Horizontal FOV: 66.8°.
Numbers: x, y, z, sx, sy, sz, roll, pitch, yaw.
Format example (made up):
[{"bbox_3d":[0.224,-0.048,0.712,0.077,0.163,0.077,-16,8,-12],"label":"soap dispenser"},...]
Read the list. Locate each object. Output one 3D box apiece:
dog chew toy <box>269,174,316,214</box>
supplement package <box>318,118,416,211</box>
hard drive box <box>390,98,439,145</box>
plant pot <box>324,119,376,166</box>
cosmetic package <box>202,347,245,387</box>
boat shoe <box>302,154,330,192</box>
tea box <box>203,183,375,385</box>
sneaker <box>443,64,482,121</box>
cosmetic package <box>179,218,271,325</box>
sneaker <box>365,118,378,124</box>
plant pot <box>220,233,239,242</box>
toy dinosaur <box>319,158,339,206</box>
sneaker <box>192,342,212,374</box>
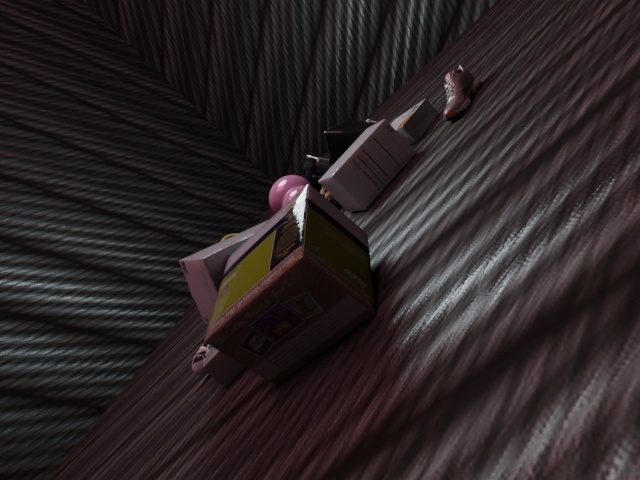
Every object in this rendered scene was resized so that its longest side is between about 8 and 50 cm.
[{"bbox_3d":[-0.082,-0.149,2.060,0.206,0.206,0.332,-47,40,-2],"label":"dog chew toy"},{"bbox_3d":[0.167,-0.267,1.782,0.293,0.175,0.177,-48,13,-10],"label":"supplement package"},{"bbox_3d":[0.346,-0.451,1.989,0.181,0.089,0.232,-51,12,-23],"label":"hard drive box"},{"bbox_3d":[0.152,-0.386,1.984,0.167,0.187,0.187,5,29,39],"label":"plant pot"},{"bbox_3d":[-0.233,0.306,1.451,0.238,0.107,0.127,-48,11,7],"label":"cosmetic package"},{"bbox_3d":[0.035,-0.307,2.327,0.127,0.341,0.157,26,106,40],"label":"boat shoe"},{"bbox_3d":[-0.068,0.100,1.158,0.329,0.220,0.323,-40,23,25],"label":"tea box"},{"bbox_3d":[0.473,-0.525,1.721,0.099,0.121,0.262,-33,18,50],"label":"sneaker"},{"bbox_3d":[-0.198,0.079,1.462,0.156,0.217,0.385,-8,18,47],"label":"cosmetic package"},{"bbox_3d":[0.266,-0.535,2.437,0.112,0.131,0.319,-43,12,14],"label":"sneaker"},{"bbox_3d":[-0.375,0.137,2.205,0.239,0.254,0.254,-57,4,34],"label":"plant pot"},{"bbox_3d":[0.051,-0.225,2.140,0.218,0.165,0.322,-63,26,-6],"label":"toy dinosaur"},{"bbox_3d":[-0.352,0.384,1.607,0.235,0.094,0.153,-34,5,10],"label":"sneaker"}]
